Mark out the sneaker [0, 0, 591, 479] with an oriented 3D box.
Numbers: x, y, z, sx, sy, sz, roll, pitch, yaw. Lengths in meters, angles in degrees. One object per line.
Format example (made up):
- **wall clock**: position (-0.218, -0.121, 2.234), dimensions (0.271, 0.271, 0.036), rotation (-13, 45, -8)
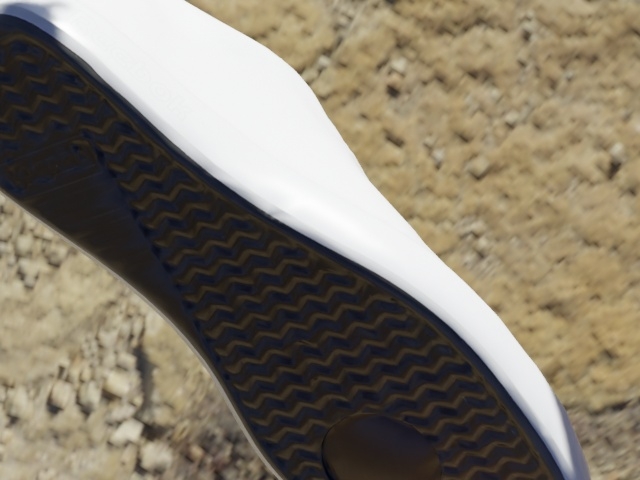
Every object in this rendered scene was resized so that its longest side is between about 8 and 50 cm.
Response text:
- **sneaker**: position (0.000, 0.000, 0.665), dimensions (0.290, 0.106, 0.123), rotation (46, 32, -5)
